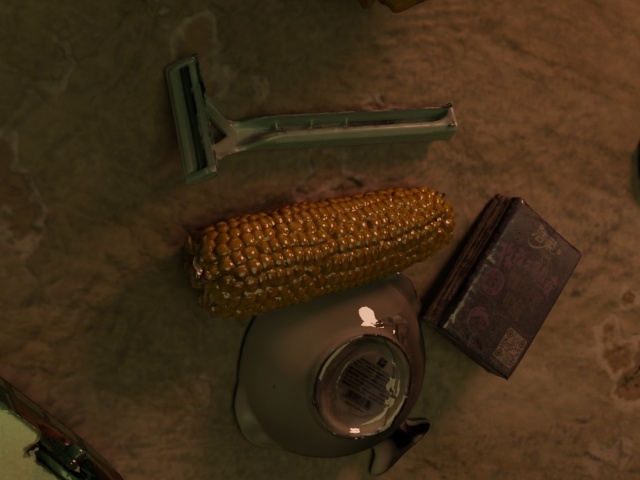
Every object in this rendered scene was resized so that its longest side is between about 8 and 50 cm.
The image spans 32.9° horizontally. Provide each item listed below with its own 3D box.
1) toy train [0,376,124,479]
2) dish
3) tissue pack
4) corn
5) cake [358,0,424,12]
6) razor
[{"bbox_3d":[-0.293,0.169,0.877,0.326,0.159,0.129,43,83,-22],"label":"toy train"},{"bbox_3d":[0.034,0.139,1.045,0.224,0.078,0.246,-42,115,-9],"label":"dish"},{"bbox_3d":[0.185,0.047,1.089,0.112,0.051,0.156,38,80,-28],"label":"tissue pack"},{"bbox_3d":[0.002,0.005,0.990,0.260,0.091,0.091,-15,87,-21],"label":"corn"},{"bbox_3d":[0.098,-0.330,0.859,0.227,0.286,0.222,-26,83,-12],"label":"cake"},{"bbox_3d":[-0.001,-0.103,0.985,0.277,0.056,0.111,-2,69,-28],"label":"razor"}]
